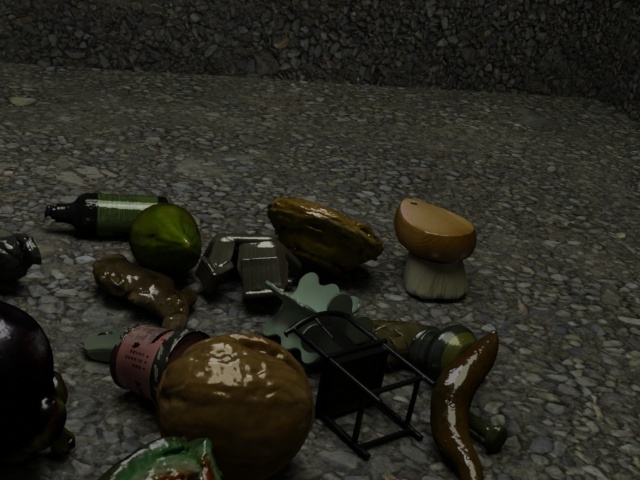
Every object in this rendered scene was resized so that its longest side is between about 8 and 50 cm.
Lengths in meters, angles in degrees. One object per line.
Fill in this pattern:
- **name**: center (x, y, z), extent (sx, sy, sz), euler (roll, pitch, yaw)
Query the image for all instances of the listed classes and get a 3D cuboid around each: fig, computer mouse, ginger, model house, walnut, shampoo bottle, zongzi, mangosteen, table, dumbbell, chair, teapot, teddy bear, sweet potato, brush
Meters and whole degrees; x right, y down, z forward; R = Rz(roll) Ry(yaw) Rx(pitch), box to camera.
- **fig**: center (-0.337, 0.008, 2.110), extent (0.167, 0.167, 0.233), euler (8, 15, -1)
- **computer mouse**: center (-0.364, 0.195, 1.831), extent (0.181, 0.056, 0.089), euler (10, 19, 6)
- **ginger**: center (-0.361, 0.096, 2.021), extent (0.333, 0.080, 0.166), euler (22, 21, 34)
- **model house**: center (-0.154, 0.068, 2.112), extent (0.229, 0.122, 0.188), euler (4, 29, -1)
- **walnut**: center (-0.132, 0.268, 1.548), extent (0.257, 0.257, 0.224), euler (3, -12, -14)
- **shampoo bottle**: center (-0.502, -0.060, 2.296), extent (0.283, 0.101, 0.101), euler (2, 24, -14)
- **zongzi**: center (0.141, 0.192, 1.997), extent (0.160, 0.079, 0.176), euler (-3, 17, -40)
- **mangosteen**: center (-0.502, 0.236, 1.498), extent (0.302, 0.275, 0.275), euler (39, 14, -22)
- **table**: center (-0.020, 0.152, 1.939), extent (0.166, 0.167, 0.198), euler (-8, 20, -33)
- **dumbbell**: center (0.279, 0.330, 1.751), extent (0.118, 0.052, 0.046), euler (32, -10, 42)
- **chair**: center (0.060, 0.249, 1.747), extent (0.154, 0.142, 0.260), euler (-10, 31, -36)
- **teapot**: center (0.255, 0.230, 1.906), extent (0.165, 0.130, 0.119), euler (31, -11, -39)
- **teddy bear**: center (-0.692, 0.032, 2.011), extent (0.251, 0.144, 0.171), euler (37, 69, 21)
- **sweet potato**: center (0.243, 0.295, 1.704), extent (0.108, 0.079, 0.346), euler (-13, 43, 29)
- **brush**: center (0.252, 0.015, 2.308), extent (0.174, 0.166, 0.267), euler (-3, 26, -22)

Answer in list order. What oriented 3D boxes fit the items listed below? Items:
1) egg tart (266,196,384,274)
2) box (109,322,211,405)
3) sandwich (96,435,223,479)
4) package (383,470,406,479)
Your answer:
- **egg tart**: center (0.000, 0.000, 2.244), extent (0.294, 0.123, 0.294), euler (23, -9, 4)
- **box**: center (-0.278, 0.216, 1.707), extent (0.135, 0.151, 0.151), euler (13, 23, 29)
- **sandwich**: center (-0.238, 0.367, 1.270), extent (0.250, 0.162, 0.301), euler (-23, 23, -9)
- **package**: center (0.117, 0.405, 1.556), extent (0.059, 0.029, 0.083), euler (21, 36, 9)
